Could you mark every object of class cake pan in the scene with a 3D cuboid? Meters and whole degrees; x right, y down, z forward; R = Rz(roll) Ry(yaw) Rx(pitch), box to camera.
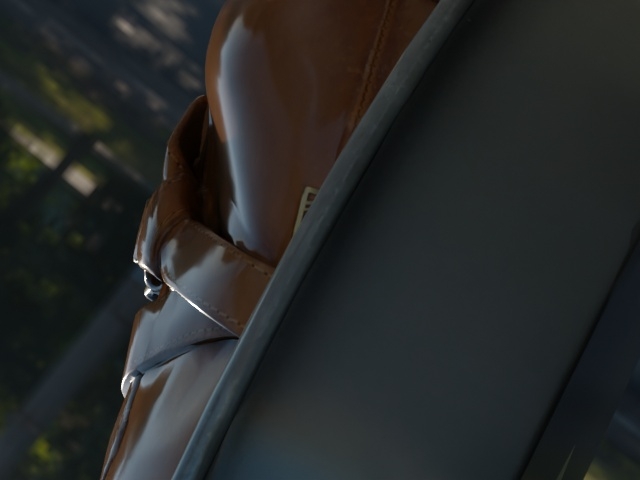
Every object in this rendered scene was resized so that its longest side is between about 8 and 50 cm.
[{"bbox_3d":[0.027,0.058,0.466,0.054,0.293,0.293,26,172,12],"label":"cake pan"}]

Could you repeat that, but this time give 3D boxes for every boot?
[{"bbox_3d":[0.000,0.000,0.593,0.109,0.220,0.283,17,168,-6],"label":"boot"}]
